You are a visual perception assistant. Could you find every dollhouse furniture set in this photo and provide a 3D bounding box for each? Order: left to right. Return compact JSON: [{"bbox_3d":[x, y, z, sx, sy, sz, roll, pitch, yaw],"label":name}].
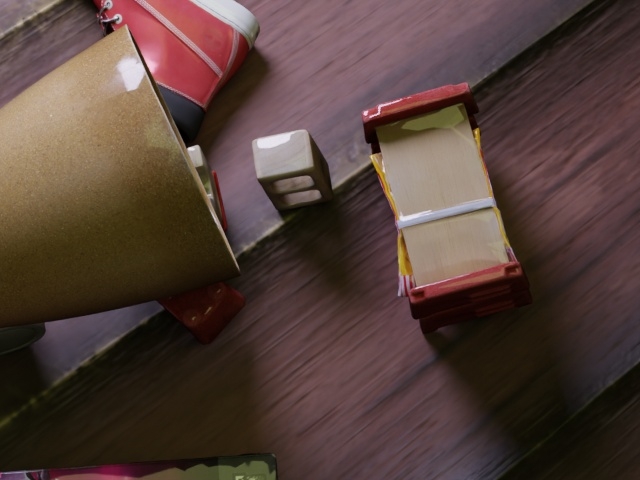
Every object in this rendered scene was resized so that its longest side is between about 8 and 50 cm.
[{"bbox_3d":[0.000,0.000,1.450,0.374,0.152,0.201,-14,74,5],"label":"dollhouse furniture set"}]

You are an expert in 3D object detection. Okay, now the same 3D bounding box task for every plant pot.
[{"bbox_3d":[-0.231,-0.027,1.281,0.254,0.237,0.237,-24,76,-1],"label":"plant pot"}]

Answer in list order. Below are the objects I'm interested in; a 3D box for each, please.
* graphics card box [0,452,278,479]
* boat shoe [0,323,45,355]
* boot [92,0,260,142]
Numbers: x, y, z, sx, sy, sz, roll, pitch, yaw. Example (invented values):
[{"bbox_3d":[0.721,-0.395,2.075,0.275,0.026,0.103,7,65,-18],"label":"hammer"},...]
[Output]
[{"bbox_3d":[-0.214,0.315,1.291,0.371,0.094,0.233,-2,72,-9],"label":"graphics card box"},{"bbox_3d":[-0.430,0.067,1.354,0.340,0.127,0.113,-11,73,-14],"label":"boat shoe"},{"bbox_3d":[-0.206,-0.206,1.501,0.244,0.088,0.176,31,72,-1],"label":"boot"}]
